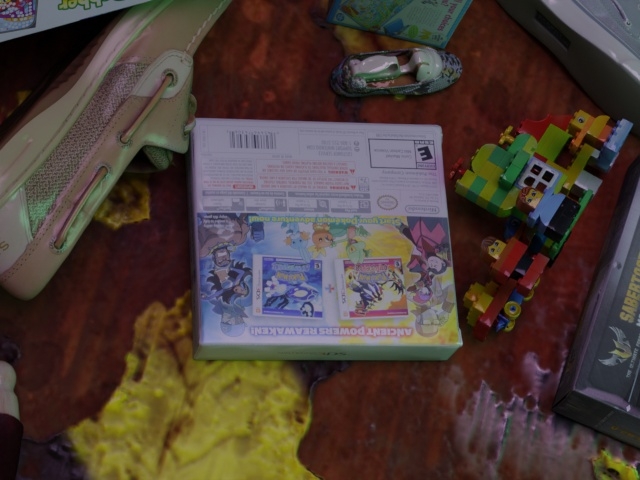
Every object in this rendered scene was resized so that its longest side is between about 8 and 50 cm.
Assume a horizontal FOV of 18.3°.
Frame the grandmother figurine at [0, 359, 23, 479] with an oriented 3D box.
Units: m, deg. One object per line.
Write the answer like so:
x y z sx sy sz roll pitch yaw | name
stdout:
-0.298 0.150 1.386 0.207 0.104 0.342 -29 75 -12 | grandmother figurine

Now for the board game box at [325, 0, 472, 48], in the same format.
0.071 -0.208 1.578 0.103 0.154 0.026 13 66 -8 | board game box

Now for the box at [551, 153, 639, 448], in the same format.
0.304 0.062 1.579 0.183 0.056 0.231 22 66 -3 | box

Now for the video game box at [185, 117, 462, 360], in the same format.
0.000 0.000 1.539 0.205 0.048 0.187 1 67 -12 | video game box

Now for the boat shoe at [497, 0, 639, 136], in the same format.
0.235 -0.178 1.645 0.081 0.079 0.227 -40 79 -19 | boat shoe

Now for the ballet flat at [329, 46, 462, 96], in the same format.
0.066 -0.139 1.612 0.114 0.041 0.041 -8 71 -16 | ballet flat

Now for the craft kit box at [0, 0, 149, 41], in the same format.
-0.204 -0.248 1.515 0.246 0.061 0.250 -15 38 -20 | craft kit box

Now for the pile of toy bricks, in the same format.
0.152 -0.037 1.552 0.105 0.118 0.212 30 64 8 | pile of toy bricks

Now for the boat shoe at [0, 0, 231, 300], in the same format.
-0.156 -0.097 1.512 0.110 0.121 0.341 46 62 -12 | boat shoe
